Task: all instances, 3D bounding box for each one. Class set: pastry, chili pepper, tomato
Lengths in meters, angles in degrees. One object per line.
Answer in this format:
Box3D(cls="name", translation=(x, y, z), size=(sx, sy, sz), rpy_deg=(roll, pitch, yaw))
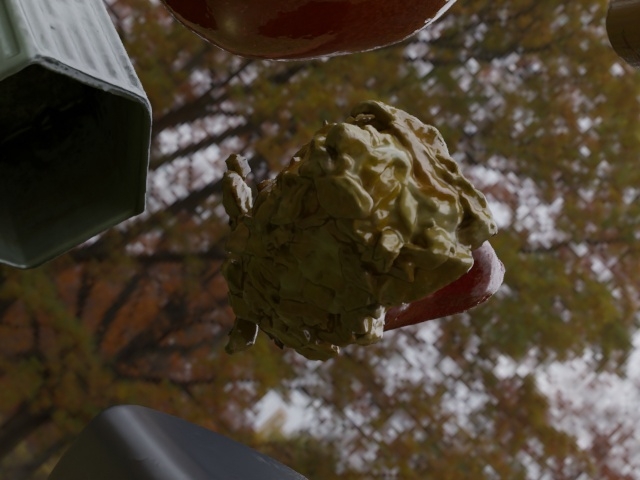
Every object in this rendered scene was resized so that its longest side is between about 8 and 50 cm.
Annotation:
Box3D(cls="pastry", translation=(0.000, 0.000, 0.942), size=(0.154, 0.102, 0.250), rpy_deg=(37, -34, -11))
Box3D(cls="chili pepper", translation=(0.072, 0.018, 1.283), size=(0.136, 0.252, 0.144), rpy_deg=(2, -83, 57))
Box3D(cls="tomato", translation=(-0.017, -0.315, 1.208), size=(0.341, 0.341, 0.273), rpy_deg=(40, -30, 27))

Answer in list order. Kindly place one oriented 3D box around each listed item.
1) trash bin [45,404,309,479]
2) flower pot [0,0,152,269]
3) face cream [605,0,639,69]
Box3D(cls="trash bin", translation=(-0.035, 0.192, 0.540), size=(0.182, 0.209, 0.290), rpy_deg=(26, 0, -24))
Box3D(cls="flower pot", translation=(-0.277, -0.116, 1.250), size=(0.239, 0.209, 0.190), rpy_deg=(20, 29, -38))
Box3D(cls="face cream", translation=(0.344, -0.198, 1.208), size=(0.105, 0.105, 0.349), rpy_deg=(50, 0, -8))
